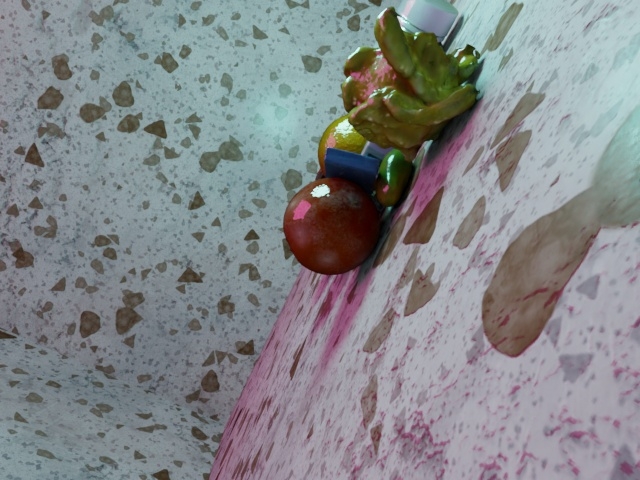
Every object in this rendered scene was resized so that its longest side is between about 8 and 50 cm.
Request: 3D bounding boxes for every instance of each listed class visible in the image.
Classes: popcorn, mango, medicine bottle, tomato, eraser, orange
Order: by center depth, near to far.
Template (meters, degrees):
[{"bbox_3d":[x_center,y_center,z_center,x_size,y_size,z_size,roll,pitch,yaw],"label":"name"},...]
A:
[{"bbox_3d":[0.198,-0.329,1.024,0.321,0.326,0.290,-5,-54,-46],"label":"popcorn"},{"bbox_3d":[0.190,-0.165,1.216,0.191,0.086,0.122,-65,6,-28],"label":"mango"},{"bbox_3d":[0.037,-0.044,1.222,0.264,0.265,0.265,-64,5,9],"label":"tomato"},{"bbox_3d":[0.083,-0.173,1.293,0.312,0.144,0.042,85,-159,-79],"label":"eraser"},{"bbox_3d":[0.124,-0.280,1.489,0.274,0.274,0.274,-64,5,9],"label":"orange"},{"bbox_3d":[0.335,-0.730,1.657,0.302,0.241,0.241,-61,6,41],"label":"medicine bottle"}]

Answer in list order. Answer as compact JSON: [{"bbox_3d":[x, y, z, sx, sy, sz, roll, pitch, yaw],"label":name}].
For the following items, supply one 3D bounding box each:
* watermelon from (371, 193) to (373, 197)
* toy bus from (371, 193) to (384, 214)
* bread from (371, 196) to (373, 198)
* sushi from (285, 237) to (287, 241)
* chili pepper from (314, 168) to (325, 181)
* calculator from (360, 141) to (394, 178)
[{"bbox_3d":[0.140,-0.087,1.688,0.092,0.075,0.181,-10,-32,-36],"label":"watermelon"},{"bbox_3d":[0.158,-0.086,1.359,0.130,0.052,0.037,-61,-3,10],"label":"toy bus"},{"bbox_3d":[0.135,-0.095,1.563,0.130,0.071,0.139,-48,16,59],"label":"bread"},{"bbox_3d":[0.022,-0.022,1.508,0.225,0.219,0.238,-37,41,38],"label":"sushi"},{"bbox_3d":[0.132,-0.260,1.819,0.305,0.229,0.251,-49,-37,-43],"label":"chili pepper"},{"bbox_3d":[0.210,-0.282,1.294,0.246,0.141,0.045,-61,-6,27],"label":"calculator"}]
